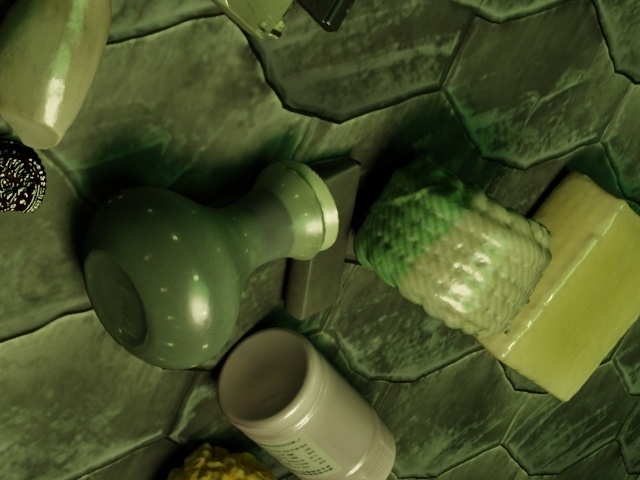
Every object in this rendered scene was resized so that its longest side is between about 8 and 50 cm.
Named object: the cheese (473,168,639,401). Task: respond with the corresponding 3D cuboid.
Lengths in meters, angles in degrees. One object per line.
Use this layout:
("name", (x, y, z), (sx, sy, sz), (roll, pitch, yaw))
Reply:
("cheese", (0.347, 0.068, 1.574), (0.265, 0.124, 0.242), (-52, 134, 4))

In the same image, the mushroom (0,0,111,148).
("mushroom", (-0.220, -0.177, 0.937), (0.088, 0.097, 0.212), (20, 113, -12))

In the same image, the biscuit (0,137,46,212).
("biscuit", (-0.290, -0.052, 1.018), (0.087, 0.027, 0.089), (-42, 138, -9))

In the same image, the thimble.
("thimble", (0.156, 0.007, 1.297), (0.219, 0.219, 0.150), (26, 99, -47))

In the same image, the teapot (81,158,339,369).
("teapot", (-0.103, 0.009, 1.126), (0.251, 0.183, 0.184), (-28, 135, -36))

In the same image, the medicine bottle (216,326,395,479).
("medicine bottle", (-0.011, 0.216, 1.370), (0.133, 0.133, 0.250), (-46, 137, -4))

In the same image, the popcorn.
("popcorn", (-0.118, 0.335, 1.355), (0.180, 0.170, 0.180), (15, 69, -46))

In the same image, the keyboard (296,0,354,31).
("keyboard", (0.068, -0.349, 1.081), (0.310, 0.018, 0.101), (-59, 144, -2))

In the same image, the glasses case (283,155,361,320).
("glasses case", (0.001, -0.001, 1.290), (0.072, 0.042, 0.191), (-18, 129, -39))

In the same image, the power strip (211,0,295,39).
("power strip", (-0.114, -0.277, 0.988), (0.286, 0.048, 0.080), (34, 89, -48))
